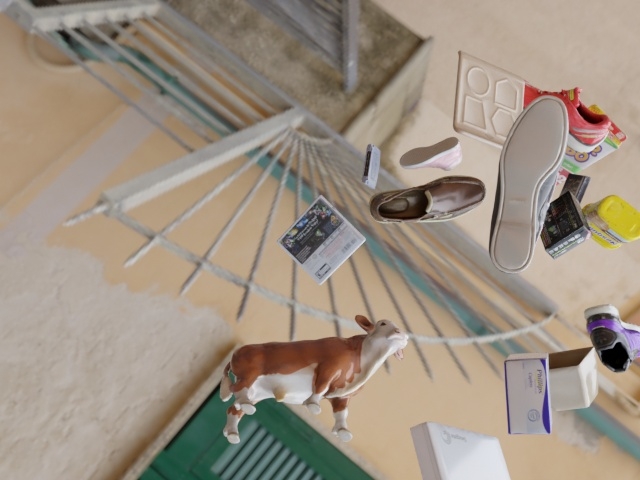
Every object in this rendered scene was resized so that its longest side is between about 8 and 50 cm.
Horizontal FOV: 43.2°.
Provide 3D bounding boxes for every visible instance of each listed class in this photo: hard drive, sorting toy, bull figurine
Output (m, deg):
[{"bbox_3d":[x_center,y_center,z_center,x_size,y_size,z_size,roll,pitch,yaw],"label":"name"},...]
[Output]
[{"bbox_3d":[0.266,0.478,1.296,0.047,0.353,0.233,-33,143,29],"label":"hard drive"},{"bbox_3d":[0.374,-0.304,1.805,0.038,0.193,0.208,-24,-124,56],"label":"sorting toy"},{"bbox_3d":[-0.014,0.206,1.218,0.310,0.101,0.188,-11,-151,23],"label":"bull figurine"}]

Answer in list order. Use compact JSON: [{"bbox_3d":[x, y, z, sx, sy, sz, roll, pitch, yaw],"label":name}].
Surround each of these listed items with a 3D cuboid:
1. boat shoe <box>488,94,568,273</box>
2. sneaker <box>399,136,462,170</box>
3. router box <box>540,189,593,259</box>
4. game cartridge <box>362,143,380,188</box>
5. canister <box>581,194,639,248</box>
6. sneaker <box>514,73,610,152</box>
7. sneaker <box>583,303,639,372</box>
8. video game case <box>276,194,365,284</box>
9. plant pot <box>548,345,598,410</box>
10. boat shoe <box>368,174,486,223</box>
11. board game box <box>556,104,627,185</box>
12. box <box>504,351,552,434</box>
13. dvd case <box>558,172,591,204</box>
[{"bbox_3d":[0.383,-0.103,1.514,0.095,0.112,0.335,-18,121,-77],"label":"boat shoe"},{"bbox_3d":[0.241,-0.169,1.727,0.134,0.051,0.070,-19,140,14],"label":"sneaker"},{"bbox_3d":[0.492,-0.032,1.647,0.092,0.038,0.122,-35,-148,26],"label":"router box"},{"bbox_3d":[0.105,-0.150,1.654,0.056,0.017,0.083,25,72,-61],"label":"game cartridge"},{"bbox_3d":[0.684,-0.043,1.900,0.073,0.126,0.170,-50,174,-4],"label":"canister"},{"bbox_3d":[0.567,-0.329,1.929,0.107,0.279,0.118,-57,178,-45],"label":"sneaker"},{"bbox_3d":[0.770,0.281,2.092,0.102,0.293,0.146,-24,-128,33],"label":"sneaker"},{"bbox_3d":[0.000,0.000,2.202,0.190,0.173,0.022,-46,179,24],"label":"video game case"},{"bbox_3d":[0.508,0.287,1.648,0.109,0.096,0.109,-17,-177,38],"label":"plant pot"},{"bbox_3d":[0.233,-0.079,1.723,0.257,0.095,0.095,-13,-174,1],"label":"boat shoe"},{"bbox_3d":[0.641,-0.236,2.056,0.259,0.124,0.039,-39,-171,50],"label":"board game box"},{"bbox_3d":[0.360,0.261,1.394,0.137,0.072,0.126,12,74,-73],"label":"box"},{"bbox_3d":[0.596,-0.083,1.962,0.221,0.018,0.165,-44,155,-81],"label":"dvd case"}]
